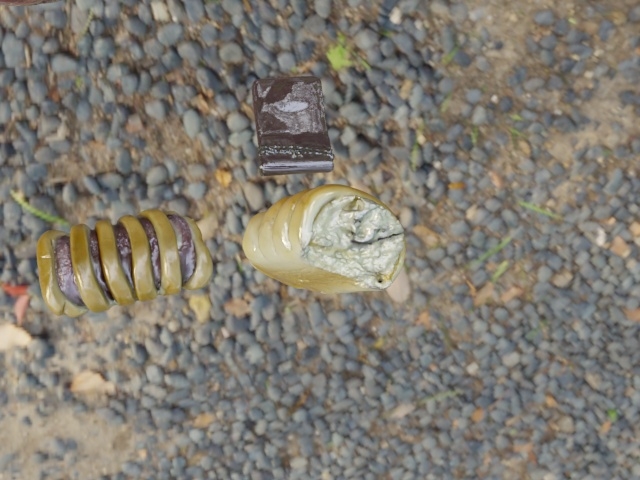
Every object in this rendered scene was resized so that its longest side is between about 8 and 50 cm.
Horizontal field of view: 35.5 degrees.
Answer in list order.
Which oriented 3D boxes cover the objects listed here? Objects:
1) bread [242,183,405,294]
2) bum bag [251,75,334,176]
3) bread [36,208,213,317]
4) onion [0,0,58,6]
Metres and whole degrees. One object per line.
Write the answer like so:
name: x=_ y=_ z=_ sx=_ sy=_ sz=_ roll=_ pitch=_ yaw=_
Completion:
bread: x=0.000 y=0.000 z=0.947 sx=0.119 sy=0.177 sz=0.084 roll=25 pitch=70 yaw=-28
bum bag: x=-0.041 y=-0.167 z=1.442 sx=0.109 sy=0.159 sz=0.026 roll=-5 pitch=160 yaw=-7
bread: x=-0.265 y=0.022 z=1.339 sx=0.225 sy=0.134 sz=0.081 roll=-14 pitch=147 yaw=-11
onion: x=-0.395 y=-0.450 z=1.187 sx=0.348 sy=0.385 sz=0.347 roll=-22 pitch=116 yaw=-56
